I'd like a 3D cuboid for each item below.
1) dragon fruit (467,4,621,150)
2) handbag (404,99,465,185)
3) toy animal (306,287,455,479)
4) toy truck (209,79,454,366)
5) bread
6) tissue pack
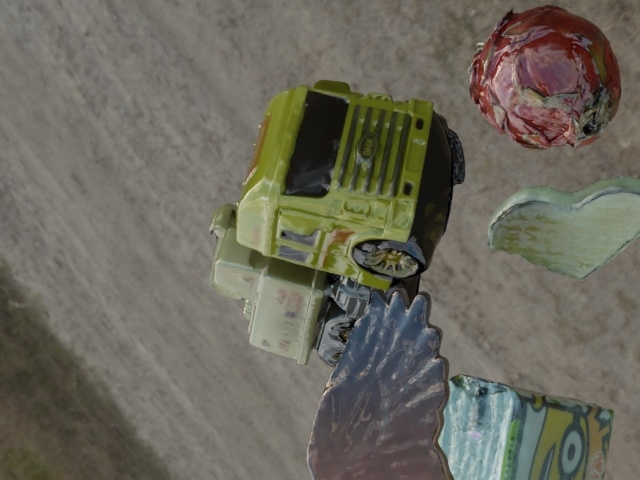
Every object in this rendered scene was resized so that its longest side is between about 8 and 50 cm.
[{"bbox_3d":[0.440,-0.318,1.792,0.342,0.277,0.277,32,140,41],"label":"dragon fruit"},{"bbox_3d":[0.114,-0.127,1.497,0.169,0.215,0.155,49,161,47],"label":"handbag"},{"bbox_3d":[0.097,0.207,0.452,0.284,0.225,0.302,13,119,15],"label":"toy animal"},{"bbox_3d":[0.000,0.000,1.020,0.254,0.181,0.405,11,152,-2],"label":"toy truck"},{"bbox_3d":[0.341,-0.017,1.206,0.232,0.064,0.172,-10,135,23],"label":"bread"},{"bbox_3d":[0.286,0.322,1.289,0.128,0.311,0.228,7,83,43],"label":"tissue pack"}]
